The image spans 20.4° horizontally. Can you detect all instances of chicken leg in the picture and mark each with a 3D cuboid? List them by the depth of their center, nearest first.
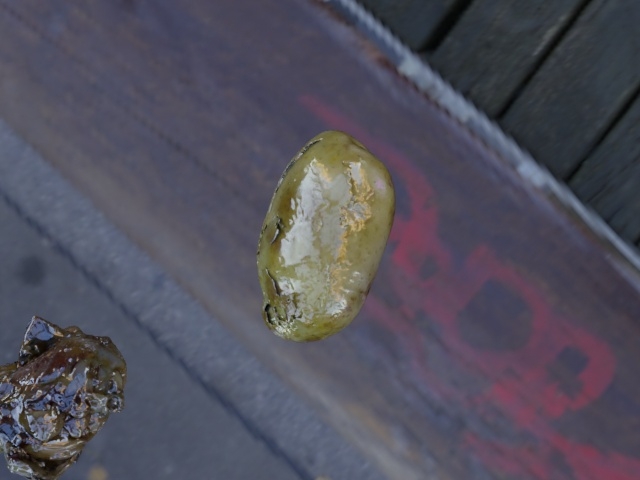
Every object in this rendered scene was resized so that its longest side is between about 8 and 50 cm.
[{"bbox_3d":[-0.237,0.134,1.344,0.196,0.080,0.125,-34,54,-8],"label":"chicken leg"}]

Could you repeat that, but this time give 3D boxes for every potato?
[{"bbox_3d":[0.000,0.000,1.397,0.107,0.080,0.170,30,103,29],"label":"potato"}]
